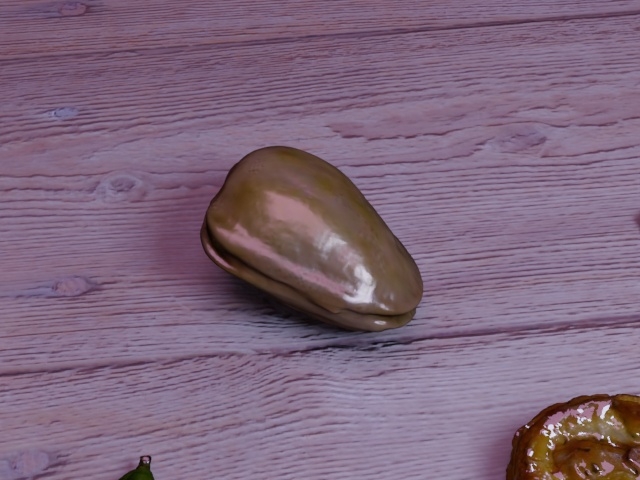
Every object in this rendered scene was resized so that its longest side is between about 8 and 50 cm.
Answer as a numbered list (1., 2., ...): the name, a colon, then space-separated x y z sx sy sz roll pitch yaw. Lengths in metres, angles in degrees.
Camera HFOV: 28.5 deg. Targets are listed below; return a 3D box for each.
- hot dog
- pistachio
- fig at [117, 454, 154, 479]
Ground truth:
1. hot dog: 0.308 0.239 1.207 0.259 0.114 0.175 6 52 7
2. pistachio: 0.000 0.000 1.386 0.260 0.163 0.213 32 42 3
3. fig: -0.193 0.276 1.209 0.117 0.117 0.177 18 32 15
